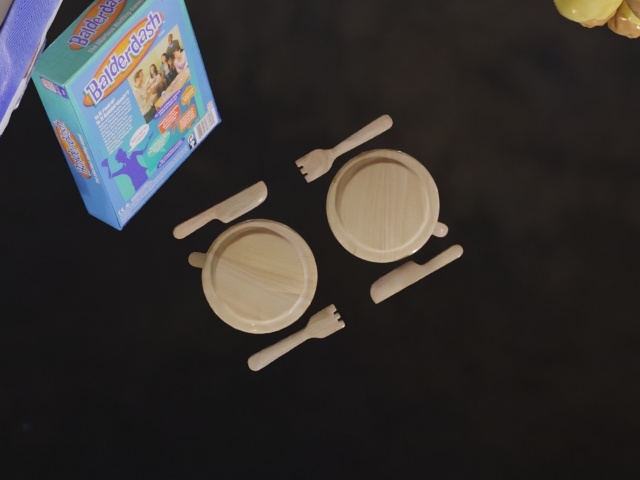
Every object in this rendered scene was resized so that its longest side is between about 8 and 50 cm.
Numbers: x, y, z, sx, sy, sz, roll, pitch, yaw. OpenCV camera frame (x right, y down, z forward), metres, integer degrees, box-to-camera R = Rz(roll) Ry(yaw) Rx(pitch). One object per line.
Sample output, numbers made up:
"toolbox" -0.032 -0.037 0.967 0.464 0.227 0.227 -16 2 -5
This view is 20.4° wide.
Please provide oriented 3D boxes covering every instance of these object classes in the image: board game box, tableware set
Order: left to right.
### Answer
"board game box" -0.176 -0.134 1.644 0.047 0.210 0.160 27 -118 27
"tableware set" 0.000 0.000 1.356 0.194 0.128 0.039 -29 -173 0

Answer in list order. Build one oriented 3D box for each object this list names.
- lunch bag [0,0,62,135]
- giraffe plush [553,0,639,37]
"lunch bag" -0.371 -0.175 1.442 0.385 0.239 0.328 10 -110 35
"giraffe plush" 0.310 -0.258 1.583 0.181 0.210 0.170 12 -152 -27
